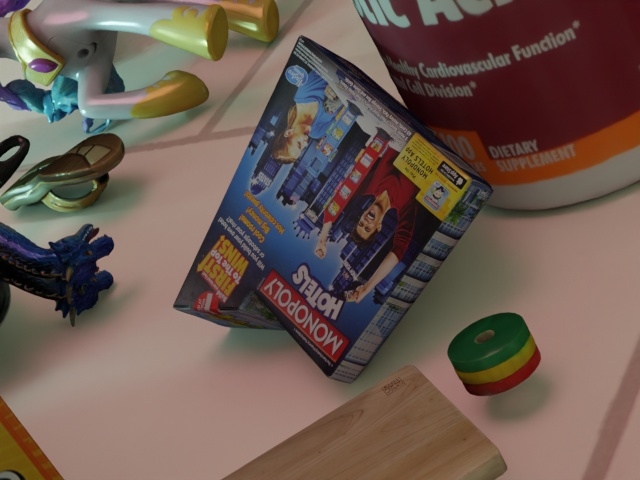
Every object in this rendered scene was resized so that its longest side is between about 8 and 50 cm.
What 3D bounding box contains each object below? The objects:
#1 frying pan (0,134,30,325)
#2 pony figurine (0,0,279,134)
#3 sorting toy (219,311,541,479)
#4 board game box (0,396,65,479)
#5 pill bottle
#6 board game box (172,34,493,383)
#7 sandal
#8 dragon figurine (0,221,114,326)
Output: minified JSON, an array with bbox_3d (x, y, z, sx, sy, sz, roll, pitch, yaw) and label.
[{"bbox_3d":[-0.340,0.010,1.188,0.197,0.053,0.326,5,34,-10],"label":"frying pan"},{"bbox_3d":[-0.223,-0.244,1.427,0.363,0.303,0.351,-1,46,18],"label":"pony figurine"},{"bbox_3d":[0.013,0.139,0.763,0.274,0.046,0.132,-31,20,-7],"label":"sorting toy"},{"bbox_3d":[-0.398,0.158,0.798,0.356,0.356,0.356,5,44,47],"label":"board game box"},{"bbox_3d":[0.101,-0.233,0.933,0.224,0.392,0.224,-23,29,13],"label":"pill bottle"},{"bbox_3d":[0.000,0.000,0.952,0.194,0.060,0.194,-55,46,12],"label":"board game box"},{"bbox_3d":[-0.216,-0.049,1.297,0.180,0.049,0.072,-17,22,51],"label":"sandal"},{"bbox_3d":[-0.287,0.024,1.076,0.289,0.085,0.144,-17,45,-36],"label":"dragon figurine"}]
